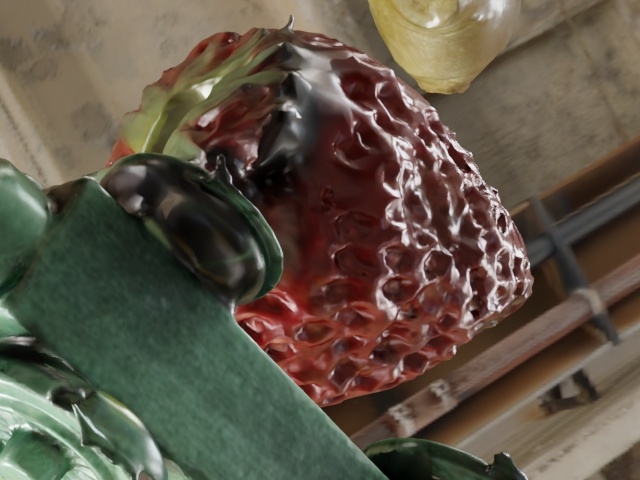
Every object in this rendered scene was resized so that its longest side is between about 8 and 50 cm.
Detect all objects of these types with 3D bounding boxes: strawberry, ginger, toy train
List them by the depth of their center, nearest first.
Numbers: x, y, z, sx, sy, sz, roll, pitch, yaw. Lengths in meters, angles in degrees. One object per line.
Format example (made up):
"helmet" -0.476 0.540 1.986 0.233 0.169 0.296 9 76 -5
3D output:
"toy train" -0.073 0.117 0.650 0.397 0.253 0.160 48 -130 -28
"ginger" 0.081 -0.269 0.675 0.122 0.348 0.363 14 -90 3
"strawberry" -0.012 0.003 0.971 0.292 0.292 0.310 -48 -60 -20
